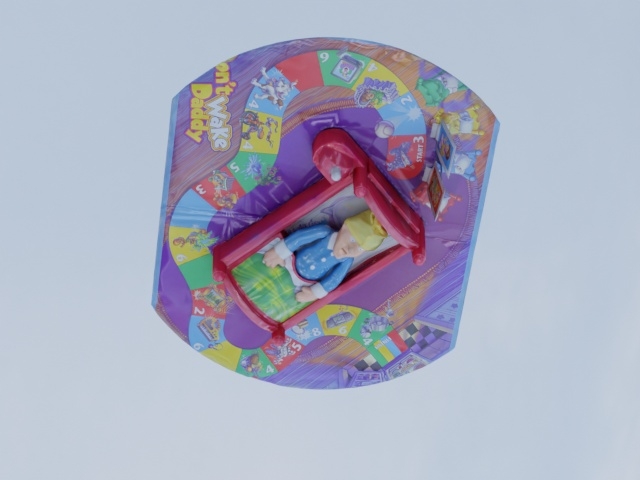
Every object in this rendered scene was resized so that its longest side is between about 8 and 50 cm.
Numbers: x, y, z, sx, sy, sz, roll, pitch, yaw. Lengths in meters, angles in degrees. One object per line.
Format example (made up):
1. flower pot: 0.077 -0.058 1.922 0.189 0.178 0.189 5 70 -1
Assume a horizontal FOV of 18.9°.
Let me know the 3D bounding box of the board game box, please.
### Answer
1. board game box: 0.000 0.000 0.786 0.033 0.133 0.168 -92 -170 -60
